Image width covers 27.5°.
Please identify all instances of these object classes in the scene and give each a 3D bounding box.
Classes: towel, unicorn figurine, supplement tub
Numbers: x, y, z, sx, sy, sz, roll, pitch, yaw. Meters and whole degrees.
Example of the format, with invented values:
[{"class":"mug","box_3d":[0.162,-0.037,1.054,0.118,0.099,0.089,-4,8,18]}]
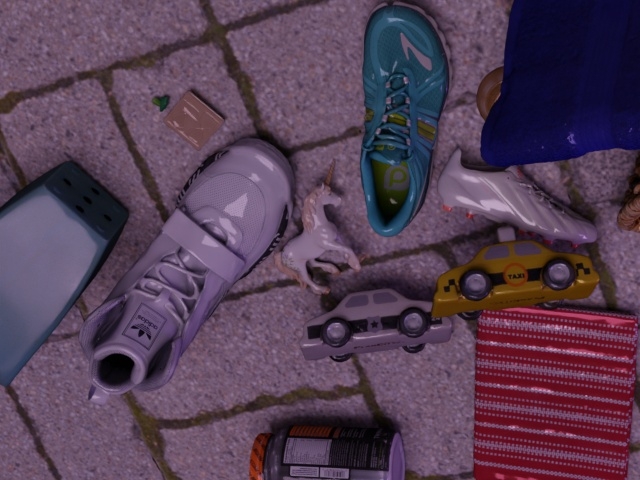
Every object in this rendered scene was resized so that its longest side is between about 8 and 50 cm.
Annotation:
[{"class":"towel","box_3d":[0.319,-0.179,1.303,0.308,0.228,0.076,-6,148,39]},{"class":"unicorn figurine","box_3d":[0.000,0.000,1.597,0.111,0.060,0.162,41,115,-14]},{"class":"towel","box_3d":[0.292,0.202,1.644,0.198,0.031,0.275,5,116,14]},{"class":"supplement tub","box_3d":[0.009,0.302,1.717,0.190,0.117,0.117,0,116,15]}]

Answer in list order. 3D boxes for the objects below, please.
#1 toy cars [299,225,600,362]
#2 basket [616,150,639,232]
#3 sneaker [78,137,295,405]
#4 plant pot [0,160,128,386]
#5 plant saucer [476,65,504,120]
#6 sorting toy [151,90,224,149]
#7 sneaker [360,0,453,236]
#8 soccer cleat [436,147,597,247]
[{"class":"toy cars","box_3d":[0.139,0.063,1.546,0.393,0.176,0.087,-22,67,39]},{"class":"basket","box_3d":[0.476,-0.036,1.370,0.299,0.213,0.223,14,118,7]},{"class":"sneaker","box_3d":[-0.165,0.049,1.577,0.137,0.210,0.366,36,119,-6]},{"class":"plant pot","box_3d":[-0.364,0.024,1.650,0.165,0.165,0.234,42,111,-9]},{"class":"plant saucer","box_3d":[0.218,-0.158,1.487,0.083,0.015,0.083,6,117,11]},{"class":"sorting toy","box_3d":[-0.163,-0.155,1.587,0.083,0.012,0.062,39,124,-11]},{"class":"sneaker","box_3d":[0.091,-0.132,1.479,0.107,0.110,0.275,5,117,12]},{"class":"soccer cleat","box_3d":[0.232,-0.048,1.513,0.196,0.068,0.076,18,100,1]}]
